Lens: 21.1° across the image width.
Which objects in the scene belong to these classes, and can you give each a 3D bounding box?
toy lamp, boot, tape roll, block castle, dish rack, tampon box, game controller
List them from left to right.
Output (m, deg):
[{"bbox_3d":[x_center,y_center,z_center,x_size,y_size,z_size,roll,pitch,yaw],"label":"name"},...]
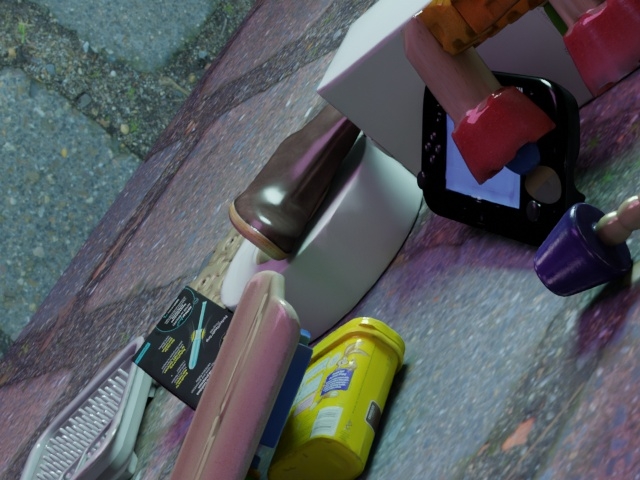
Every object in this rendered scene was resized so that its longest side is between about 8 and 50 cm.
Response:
[{"bbox_3d":[-0.339,0.309,2.484,0.285,0.072,0.333,-46,16,21],"label":"dish rack"},{"bbox_3d":[-0.127,0.152,2.090,0.120,0.101,0.161,-53,40,-7],"label":"tampon box"},{"bbox_3d":[-0.015,-0.094,2.079,0.207,0.090,0.248,-49,11,15],"label":"boot"},{"bbox_3d":[0.000,0.000,2.184,0.286,0.100,0.286,-46,16,17],"label":"tape roll"},{"bbox_3d":[0.180,-0.093,1.788,0.067,0.166,0.319,-12,12,-20],"label":"game controller"},{"bbox_3d":[0.298,-0.042,1.485,0.275,0.080,0.080,-38,20,31],"label":"toy lamp"},{"bbox_3d":[0.318,-0.237,1.481,0.453,0.213,0.303,-35,-2,-26],"label":"block castle"}]

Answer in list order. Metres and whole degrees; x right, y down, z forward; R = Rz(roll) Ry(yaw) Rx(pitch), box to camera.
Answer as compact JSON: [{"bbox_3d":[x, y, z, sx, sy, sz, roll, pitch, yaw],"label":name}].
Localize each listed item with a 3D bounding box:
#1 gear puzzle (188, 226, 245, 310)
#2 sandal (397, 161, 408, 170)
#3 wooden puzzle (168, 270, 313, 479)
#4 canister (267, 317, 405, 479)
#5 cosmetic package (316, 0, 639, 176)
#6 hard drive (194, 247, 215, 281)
[{"bbox_3d":[-0.119,0.037,2.549,0.339,0.044,0.175,-57,21,-22],"label":"gear puzzle"},{"bbox_3d":[0.161,-0.257,2.352,0.169,0.102,0.416,126,162,-58],"label":"sandal"},{"bbox_3d":[-0.083,0.203,1.821,0.348,0.080,0.322,-137,68,-82],"label":"wooden puzzle"},{"bbox_3d":[0.016,0.177,1.780,0.126,0.073,0.170,-38,21,42],"label":"canister"},{"bbox_3d":[0.202,-0.235,1.945,0.385,0.217,0.156,-33,24,43],"label":"cosmetic package"},{"bbox_3d":[-0.164,0.049,2.684,0.094,0.022,0.135,-40,18,34],"label":"hard drive"}]
